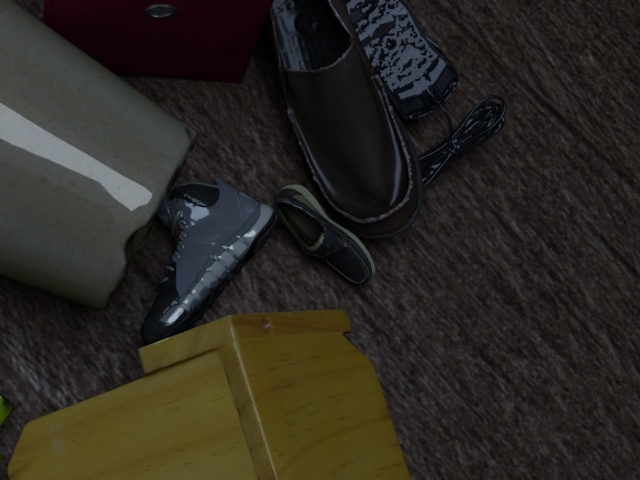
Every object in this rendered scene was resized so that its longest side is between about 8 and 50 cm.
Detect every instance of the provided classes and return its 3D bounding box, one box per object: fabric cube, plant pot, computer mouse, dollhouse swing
[{"bbox_3d":[-0.195,-0.350,1.685,0.254,0.258,0.259,1,73,-12],"label":"fabric cube"},{"bbox_3d":[-0.312,-0.091,1.545,0.305,0.334,0.334,27,69,-5],"label":"plant pot"},{"bbox_3d":[0.086,-0.181,1.804,0.184,0.060,0.262,-44,81,0],"label":"computer mouse"},{"bbox_3d":[-0.110,0.294,1.608,0.315,0.305,0.347,1,66,-55],"label":"dollhouse swing"}]

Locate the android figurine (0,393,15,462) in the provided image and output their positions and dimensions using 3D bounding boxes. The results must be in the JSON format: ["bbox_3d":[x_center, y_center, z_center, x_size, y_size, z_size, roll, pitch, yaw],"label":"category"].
[{"bbox_3d":[-0.457,0.251,1.543,0.248,0.056,0.273,35,70,5],"label":"android figurine"}]

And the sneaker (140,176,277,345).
[{"bbox_3d":[-0.164,0.014,1.679,0.132,0.086,0.229,38,59,7],"label":"sneaker"}]

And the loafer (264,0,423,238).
[{"bbox_3d":[0.007,-0.172,1.717,0.133,0.130,0.366,-26,80,7],"label":"loafer"}]

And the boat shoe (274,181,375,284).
[{"bbox_3d":[0.000,0.000,1.711,0.152,0.056,0.049,44,35,-4],"label":"boat shoe"}]
